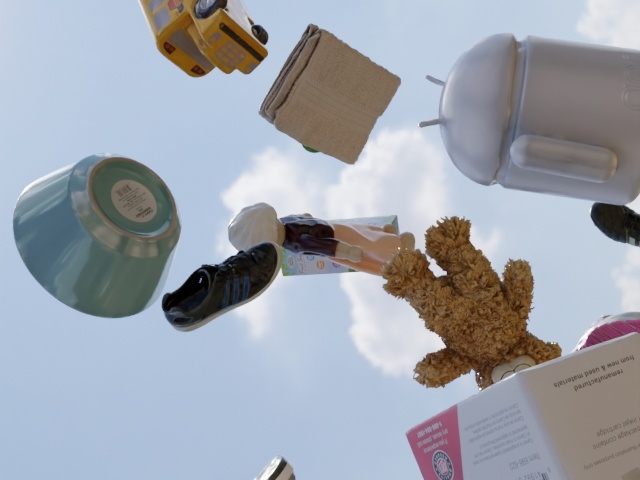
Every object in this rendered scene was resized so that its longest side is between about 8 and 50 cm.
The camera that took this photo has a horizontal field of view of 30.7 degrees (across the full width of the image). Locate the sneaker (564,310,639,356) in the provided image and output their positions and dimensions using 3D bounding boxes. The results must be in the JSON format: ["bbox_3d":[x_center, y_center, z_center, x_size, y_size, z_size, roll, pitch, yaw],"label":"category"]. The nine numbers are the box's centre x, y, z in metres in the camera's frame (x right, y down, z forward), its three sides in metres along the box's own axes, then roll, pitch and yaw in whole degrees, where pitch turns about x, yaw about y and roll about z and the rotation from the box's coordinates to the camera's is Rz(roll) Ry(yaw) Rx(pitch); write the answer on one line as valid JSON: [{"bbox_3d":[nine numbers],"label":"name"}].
[{"bbox_3d":[0.524,0.172,2.076,0.111,0.103,0.252,-47,-1,-28],"label":"sneaker"}]

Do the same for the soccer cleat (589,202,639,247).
[{"bbox_3d":[0.481,-0.014,1.727,0.179,0.072,0.060,27,-109,-16],"label":"soccer cleat"}]

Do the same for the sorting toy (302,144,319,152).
[{"bbox_3d":[0.000,-0.198,2.206,0.042,0.061,0.102,96,-168,-62],"label":"sorting toy"}]

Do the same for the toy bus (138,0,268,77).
[{"bbox_3d":[-0.188,-0.351,1.687,0.108,0.130,0.333,37,-159,-45],"label":"toy bus"}]

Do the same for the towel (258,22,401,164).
[{"bbox_3d":[0.024,-0.245,2.009,0.282,0.049,0.187,19,-75,-53],"label":"towel"}]

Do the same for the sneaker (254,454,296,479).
[{"bbox_3d":[-0.051,0.436,1.718,0.124,0.178,0.295,-46,-7,-32],"label":"sneaker"}]

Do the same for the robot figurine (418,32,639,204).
[{"bbox_3d":[0.306,-0.158,1.502,0.300,0.353,0.200,-74,-9,-64],"label":"robot figurine"}]

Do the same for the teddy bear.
[{"bbox_3d":[0.242,0.123,1.815,0.338,0.245,0.113,70,163,-5],"label":"teddy bear"}]

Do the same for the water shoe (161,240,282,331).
[{"bbox_3d":[-0.144,0.064,1.750,0.203,0.073,0.080,-37,-28,-9],"label":"water shoe"}]

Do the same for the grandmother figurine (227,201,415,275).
[{"bbox_3d":[0.000,0.000,2.003,0.342,0.208,0.104,7,-87,-32],"label":"grandmother figurine"}]

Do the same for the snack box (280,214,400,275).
[{"bbox_3d":[0.040,0.009,2.310,0.174,0.207,0.070,-47,-48,-66],"label":"snack box"}]

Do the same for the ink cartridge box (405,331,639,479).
[{"bbox_3d":[0.274,0.326,1.205,0.160,0.279,0.385,-14,-104,-26],"label":"ink cartridge box"}]

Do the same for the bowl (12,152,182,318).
[{"bbox_3d":[-0.373,-0.034,2.081,0.311,0.163,0.311,23,-135,-26],"label":"bowl"}]
